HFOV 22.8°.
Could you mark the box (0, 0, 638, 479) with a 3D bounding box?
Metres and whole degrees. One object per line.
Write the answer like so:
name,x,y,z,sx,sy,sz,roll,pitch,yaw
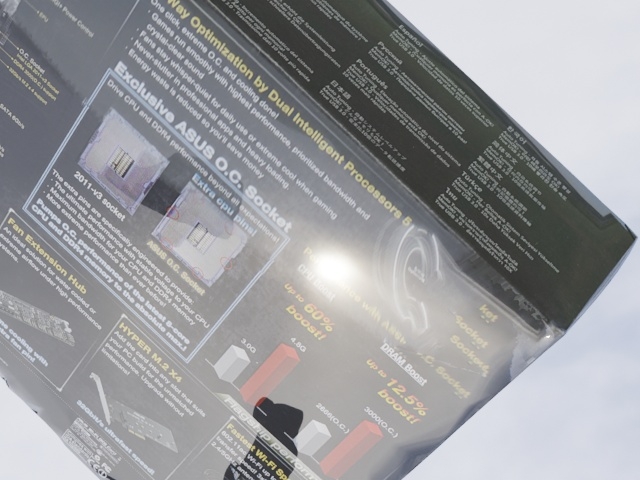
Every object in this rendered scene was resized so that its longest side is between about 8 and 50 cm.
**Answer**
box,-0.069,-0.023,0.626,0.307,0.242,0.076,43,-137,3
